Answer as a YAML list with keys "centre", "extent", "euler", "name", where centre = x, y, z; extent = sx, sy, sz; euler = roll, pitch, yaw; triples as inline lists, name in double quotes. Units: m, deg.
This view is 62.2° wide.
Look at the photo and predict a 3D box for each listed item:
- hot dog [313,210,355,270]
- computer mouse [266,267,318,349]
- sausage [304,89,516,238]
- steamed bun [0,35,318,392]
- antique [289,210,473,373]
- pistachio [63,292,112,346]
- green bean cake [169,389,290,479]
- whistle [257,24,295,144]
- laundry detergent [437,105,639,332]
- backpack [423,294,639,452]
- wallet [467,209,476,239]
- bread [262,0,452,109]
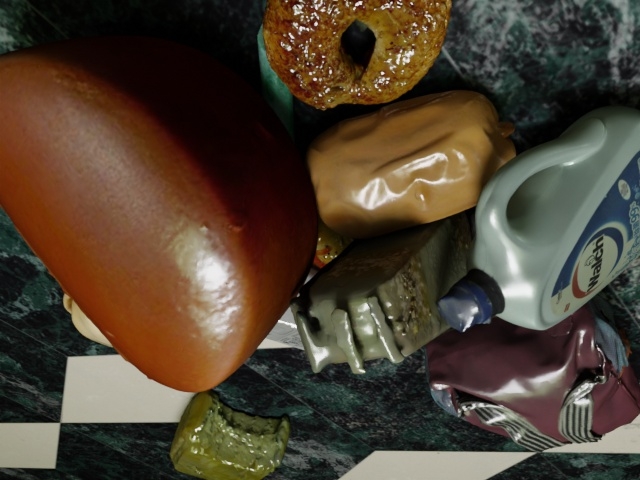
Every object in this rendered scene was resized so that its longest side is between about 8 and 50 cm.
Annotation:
- centre: [0.000, 0.000, 0.738]
  extent: [0.252, 0.069, 0.131]
  euler: [41, 159, -29]
  name: "hot dog"
- centre: [-0.046, 0.093, 0.818]
  extent: [0.296, 0.121, 0.184]
  euler: [16, 156, -10]
  name: "computer mouse"
- centre: [0.100, -0.086, 0.611]
  extent: [0.241, 0.120, 0.136]
  euler: [-12, 120, 12]
  name: "sausage"
- centre: [-0.157, -0.049, 0.561]
  extent: [0.248, 0.235, 0.379]
  euler: [-30, 98, 31]
  name: "steamed bun"
- centre: [0.084, 0.055, 0.620]
  extent: [0.125, 0.284, 0.150]
  euler: [-14, 98, 37]
  name: "antique"
- centre: [-0.322, 0.096, 0.865]
  extent: [0.157, 0.157, 0.229]
  euler: [1, 147, 9]
  name: "pistachio"
- centre: [-0.211, 0.463, 1.217]
  extent: [0.236, 0.124, 0.233]
  euler: [23, 134, -13]
  name: "green bean cake"
- centre: [-0.051, -0.166, 0.621]
  extent: [0.039, 0.039, 0.186]
  euler: [4, 135, 5]
  name: "whistle"
- centre: [0.240, -0.006, 0.577]
  extent: [0.280, 0.105, 0.215]
  euler: [-29, 125, -17]
  name: "laundry detergent"
- centre: [0.350, 0.228, 0.832]
  extent: [0.283, 0.197, 0.317]
  euler: [-27, 126, 29]
  name: "backpack"
- centre: [0.222, 0.037, 0.771]
  extent: [0.182, 0.049, 0.229]
  euler: [36, 131, -28]
  name: "wallet"
- centre: [0.036, -0.211, 0.525]
  extent: [0.193, 0.064, 0.193]
  euler: [-3, 133, -3]
  name: "bread"
